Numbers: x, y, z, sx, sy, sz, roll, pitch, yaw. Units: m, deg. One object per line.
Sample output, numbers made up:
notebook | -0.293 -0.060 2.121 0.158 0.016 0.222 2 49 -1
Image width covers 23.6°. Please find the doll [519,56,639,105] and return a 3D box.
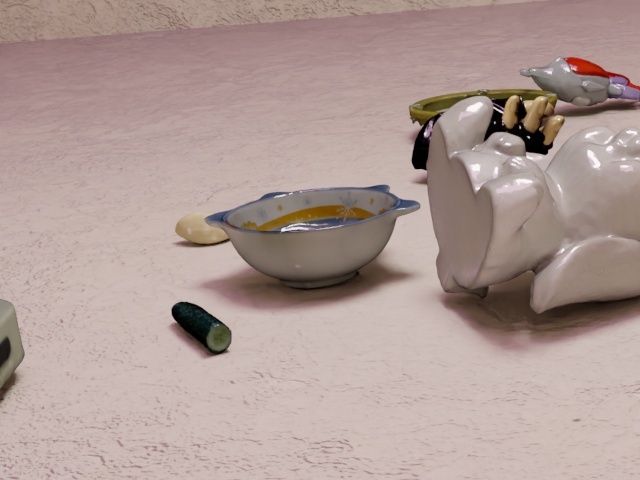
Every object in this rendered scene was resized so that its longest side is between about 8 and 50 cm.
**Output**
doll | 0.427 -0.254 2.470 0.228 0.075 0.102 7 11 -17

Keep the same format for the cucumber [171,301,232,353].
cucumber | -0.129 0.088 1.625 0.032 0.032 0.133 -13 16 -21

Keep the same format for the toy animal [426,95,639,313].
toy animal | 0.262 -0.029 1.621 0.265 0.206 0.271 -2 30 -16

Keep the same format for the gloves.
gloves | 0.245 -0.148 2.126 0.203 0.124 0.164 6 32 41

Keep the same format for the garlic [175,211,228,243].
garlic | -0.141 -0.017 1.980 0.083 0.041 0.053 -4 1 -22

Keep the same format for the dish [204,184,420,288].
dish | 0.000 0.000 1.780 0.236 0.086 0.228 5 18 35

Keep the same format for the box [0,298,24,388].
box | -0.501 0.154 1.443 0.373 0.090 0.367 -5 15 8

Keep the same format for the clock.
clock | 0.256 -0.196 2.406 0.237 0.057 0.237 -4 13 1
